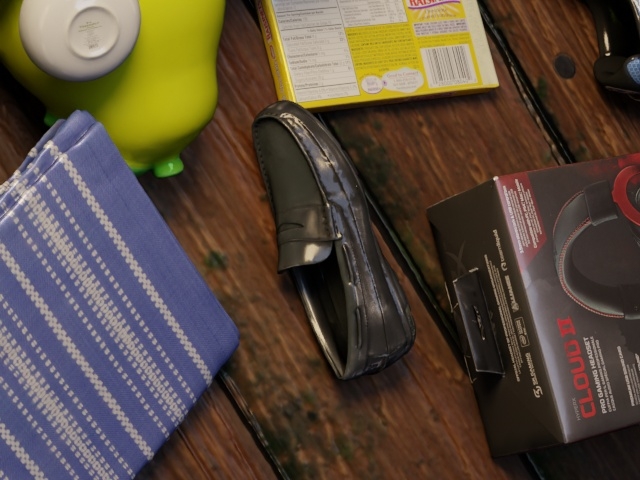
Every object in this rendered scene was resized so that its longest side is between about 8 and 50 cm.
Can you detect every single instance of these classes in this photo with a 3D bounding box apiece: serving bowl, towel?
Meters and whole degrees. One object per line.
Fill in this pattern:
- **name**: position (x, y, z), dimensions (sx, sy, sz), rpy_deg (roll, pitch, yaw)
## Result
- **serving bowl**: position (-0.153, -0.140, 1.121), dimensions (0.083, 0.027, 0.083), rpy_deg (-13, 120, -24)
- **towel**: position (-0.205, 0.104, 1.148), dimensions (0.336, 0.040, 0.243), rpy_deg (-50, 130, -25)

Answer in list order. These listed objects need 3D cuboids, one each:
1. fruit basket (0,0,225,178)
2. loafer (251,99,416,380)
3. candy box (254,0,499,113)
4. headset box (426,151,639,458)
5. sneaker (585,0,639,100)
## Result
- **fruit basket**: position (-0.173, -0.243, 1.234), dimensions (0.392, 0.283, 0.392), rpy_deg (-21, 130, -27)
- **loafer**: position (0.000, 0.000, 1.322), dimensions (0.078, 0.076, 0.223), rpy_deg (-26, 93, -39)
- **candy box**: position (0.049, -0.164, 1.422), dimensions (0.205, 0.027, 0.105), rpy_deg (-9, 78, -30)
- **headset box**: position (0.232, 0.046, 1.415), dimensions (0.293, 0.110, 0.218), rpy_deg (-10, 82, -30)
- **sneaker**: position (0.319, -0.152, 1.527), dimensions (0.147, 0.130, 0.330), rpy_deg (-39, 93, -17)
